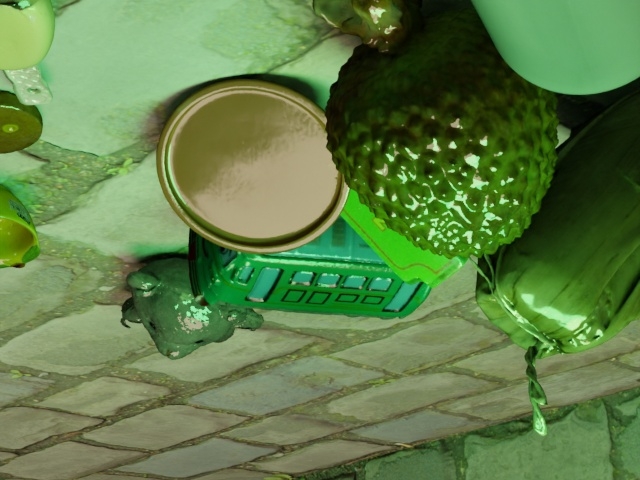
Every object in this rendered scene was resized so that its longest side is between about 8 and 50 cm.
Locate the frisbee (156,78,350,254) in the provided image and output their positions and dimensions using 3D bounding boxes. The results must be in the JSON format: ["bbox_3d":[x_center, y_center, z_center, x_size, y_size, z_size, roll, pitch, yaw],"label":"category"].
[{"bbox_3d":[-0.084,-0.091,1.591,0.251,0.021,0.250,4,120,6],"label":"frisbee"}]

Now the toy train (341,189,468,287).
[{"bbox_3d":[0.129,-0.059,1.625,0.243,0.132,0.188,46,128,-4],"label":"toy train"}]

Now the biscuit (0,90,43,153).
[{"bbox_3d":[-0.450,-0.156,1.541,0.180,0.039,0.236,-24,152,39],"label":"biscuit"}]

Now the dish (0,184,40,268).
[{"bbox_3d":[-0.476,-0.030,1.784,0.149,0.080,0.207,-12,155,11],"label":"dish"}]

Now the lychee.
[{"bbox_3d":[0.129,-0.134,1.375,0.270,0.320,0.270,-2,-163,0],"label":"lychee"}]

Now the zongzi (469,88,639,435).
[{"bbox_3d":[0.395,-0.067,1.427,0.500,0.218,0.467,-44,179,-44],"label":"zongzi"}]

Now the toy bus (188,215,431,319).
[{"bbox_3d":[0.000,0.000,1.790,0.344,0.183,0.199,4,156,-19],"label":"toy bus"}]

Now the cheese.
[{"bbox_3d":[-0.345,-0.212,1.394,0.127,0.050,0.255,-3,158,-1],"label":"cheese"}]

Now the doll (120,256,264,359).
[{"bbox_3d":[-0.221,0.139,2.133,0.246,0.158,0.340,10,160,-2],"label":"doll"}]

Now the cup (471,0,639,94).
[{"bbox_3d":[0.222,-0.269,1.142,0.205,0.205,0.312,-10,158,17],"label":"cup"}]
